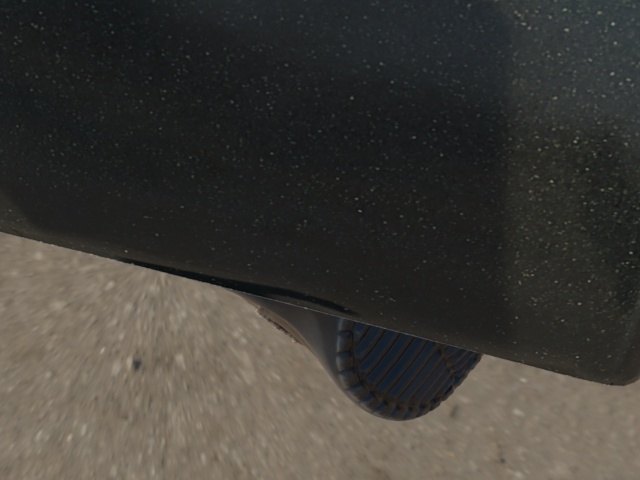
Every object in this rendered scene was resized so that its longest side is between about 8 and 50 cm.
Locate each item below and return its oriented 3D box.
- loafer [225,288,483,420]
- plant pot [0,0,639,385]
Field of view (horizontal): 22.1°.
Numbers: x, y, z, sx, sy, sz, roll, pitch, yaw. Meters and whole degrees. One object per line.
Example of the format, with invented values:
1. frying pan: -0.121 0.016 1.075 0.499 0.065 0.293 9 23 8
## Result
1. loafer: 0.000 0.000 1.115 0.134 0.130 0.366 -47 136 0
2. plant pot: 0.018 -0.104 0.366 0.188 0.167 0.187 15 57 -3
